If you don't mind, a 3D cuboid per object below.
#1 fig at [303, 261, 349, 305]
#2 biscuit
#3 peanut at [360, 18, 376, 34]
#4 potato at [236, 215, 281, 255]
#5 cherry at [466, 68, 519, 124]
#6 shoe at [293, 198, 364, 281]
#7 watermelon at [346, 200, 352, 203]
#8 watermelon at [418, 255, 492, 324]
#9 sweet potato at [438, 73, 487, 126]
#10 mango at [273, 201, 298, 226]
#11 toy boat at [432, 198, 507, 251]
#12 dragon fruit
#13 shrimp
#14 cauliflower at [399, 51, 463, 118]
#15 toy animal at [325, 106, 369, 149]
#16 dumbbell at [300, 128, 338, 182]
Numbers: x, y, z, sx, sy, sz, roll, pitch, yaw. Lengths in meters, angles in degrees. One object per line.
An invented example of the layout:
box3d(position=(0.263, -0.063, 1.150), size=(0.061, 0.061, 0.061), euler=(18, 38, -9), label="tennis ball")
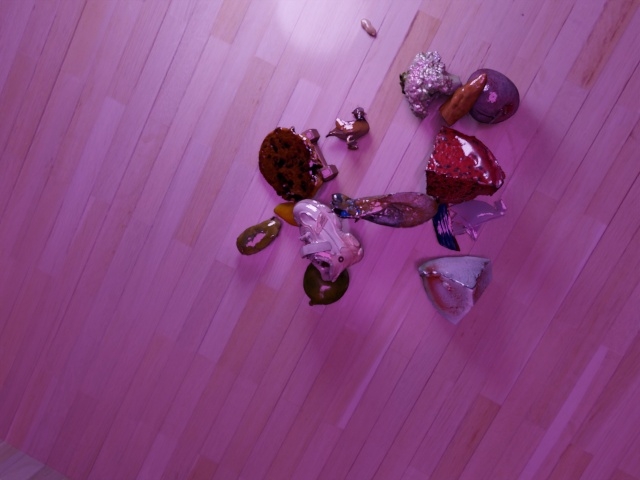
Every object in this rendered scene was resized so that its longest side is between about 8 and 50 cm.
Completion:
box3d(position=(0.015, 0.203, 1.920), size=(0.203, 0.203, 0.235), euler=(19, 137, 4), label="fig")
box3d(position=(-0.120, -0.319, 1.872), size=(0.289, 0.081, 0.334), euler=(-37, 85, 35), label="biscuit")
box3d(position=(0.198, -0.887, 1.840), size=(0.037, 0.037, 0.083), euler=(-38, 95, 8), label="peanut")
box3d(position=(-0.270, -0.018, 1.944), size=(0.225, 0.090, 0.117), euler=(-35, 85, 1), label="potato")
box3d(position=(0.670, -0.559, 1.736), size=(0.183, 0.213, 0.266), euler=(-31, 64, 42), label="cherry")
box3d(position=(0.000, -0.002, 1.785), size=(0.351, 0.172, 0.198), euler=(44, 62, 3), label="shoe")
box3d(position=(0.144, -0.134, 1.912), size=(0.092, 0.072, 0.085), euler=(9, 84, -33), label="watermelon")
box3d(position=(0.556, 0.212, 1.813), size=(0.319, 0.214, 0.290), euler=(4, 97, -6), label="watermelon")
box3d(position=(0.536, -0.527, 1.670), size=(0.097, 0.252, 0.097), euler=(11, 60, -21), label="sweet potato")
box3d(position=(-0.117, -0.117, 1.934), size=(0.187, 0.066, 0.101), euler=(19, 96, 11), label="mango")
box3d(position=(0.609, -0.104, 1.855), size=(0.318, 0.072, 0.219), euler=(-40, 93, 5), label="toy boat")
box3d(position=(0.541, -0.245, 1.718), size=(0.330, 0.240, 0.302), euler=(31, 132, 36), label="dragon fruit")
box3d(position=(0.262, -0.132, 1.803), size=(0.445, 0.221, 0.110), euler=(2, 60, -5), label="shrimp")
box3d(position=(0.464, -0.627, 1.771), size=(0.315, 0.239, 0.256), euler=(-2, 69, -10), label="cauliflower")
box3d(position=(0.114, -0.479, 1.869), size=(0.188, 0.089, 0.179), euler=(0, 78, 7), label="toy animal")
box3d(position=(-0.008, -0.360, 1.887), size=(0.092, 0.082, 0.231), euler=(-28, 92, 9), label="dumbbell")
